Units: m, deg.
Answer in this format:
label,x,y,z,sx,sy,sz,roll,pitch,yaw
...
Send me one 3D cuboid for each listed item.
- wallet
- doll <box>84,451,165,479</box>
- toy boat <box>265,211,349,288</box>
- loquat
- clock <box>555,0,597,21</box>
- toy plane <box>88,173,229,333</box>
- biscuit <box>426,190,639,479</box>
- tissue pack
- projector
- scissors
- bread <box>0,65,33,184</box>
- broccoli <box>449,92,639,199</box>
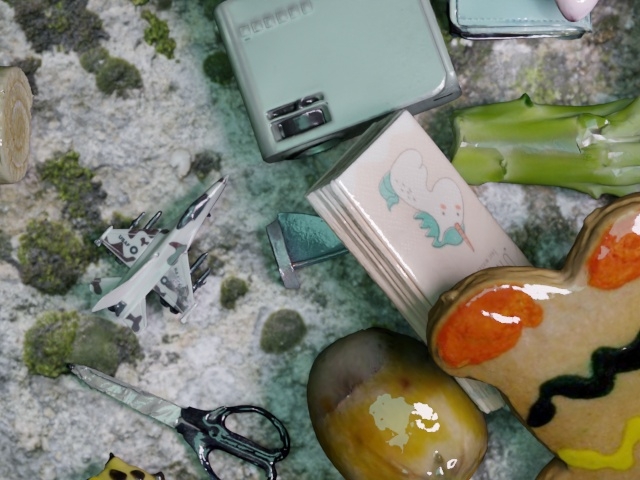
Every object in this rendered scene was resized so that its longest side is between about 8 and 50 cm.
label,x,y,z,sx,sy,sz,roll,pitch,yaw
wallet,0.234,-0.366,1.838,0.176,0.075,0.250,-1,87,2
doll,-0.171,0.375,1.847,0.291,0.086,0.117,43,64,7
toy boat,0.001,0.000,1.875,0.122,0.034,0.096,-18,84,-2
loquat,0.085,0.205,1.775,0.227,0.179,0.179,40,93,5
clock,0.366,-0.444,1.676,0.377,0.250,0.368,-35,105,2
toy plane,-0.188,0.015,1.882,0.160,0.082,0.234,41,78,19
biscuit,0.344,0.149,1.663,0.368,0.076,0.394,-28,115,7
tissue pack,0.139,0.021,1.745,0.325,0.170,0.071,50,138,-10
projector,0.021,-0.222,1.843,0.250,0.108,0.198,-20,84,5
scissors,-0.181,0.213,1.890,0.300,0.022,0.109,25,87,9
bread,-0.437,-0.141,1.892,0.141,0.134,0.148,-1,73,8
broccoli,0.366,-0.145,1.753,0.397,0.275,0.353,33,83,25
